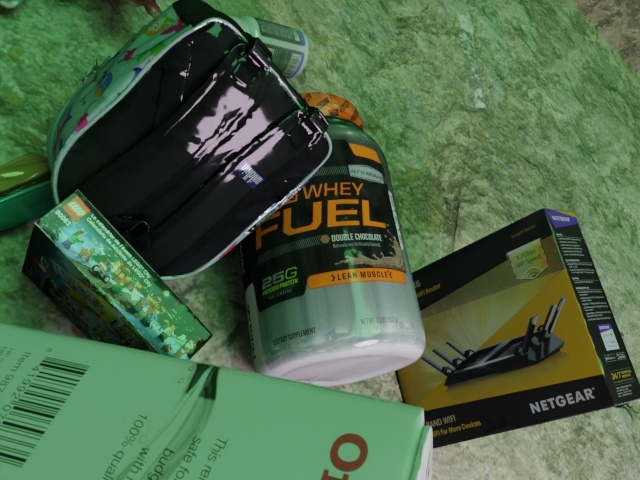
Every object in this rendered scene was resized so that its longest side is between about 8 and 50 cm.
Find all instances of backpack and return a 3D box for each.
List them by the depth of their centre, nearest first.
[{"bbox_3d":[-0.149,-0.095,0.691,0.225,0.253,0.191,44,-1,-38],"label":"backpack"}]

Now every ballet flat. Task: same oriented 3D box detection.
[{"bbox_3d":[-0.357,-0.029,0.661,0.073,0.080,0.232,36,38,19],"label":"ballet flat"}]

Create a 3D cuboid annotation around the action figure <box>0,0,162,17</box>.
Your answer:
[{"bbox_3d":[-0.302,-0.432,0.869,0.370,0.248,0.276,55,18,-2],"label":"action figure"}]

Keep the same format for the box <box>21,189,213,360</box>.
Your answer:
[{"bbox_3d":[-0.199,0.054,0.621,0.159,0.233,0.044,50,63,-9],"label":"box"}]

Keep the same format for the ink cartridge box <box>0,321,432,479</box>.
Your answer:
[{"bbox_3d":[-0.142,0.237,0.458,0.166,0.395,0.285,79,26,-44],"label":"ink cartridge box"}]

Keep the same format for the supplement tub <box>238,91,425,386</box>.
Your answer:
[{"bbox_3d":[0.000,0.000,0.840,0.207,0.207,0.338,8,62,-38],"label":"supplement tub"}]

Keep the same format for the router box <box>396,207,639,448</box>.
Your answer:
[{"bbox_3d":[0.230,0.129,0.894,0.081,0.309,0.243,3,65,-41],"label":"router box"}]

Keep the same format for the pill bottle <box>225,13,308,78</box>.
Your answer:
[{"bbox_3d":[-0.093,-0.294,1.012,0.137,0.078,0.078,2,67,-40],"label":"pill bottle"}]
